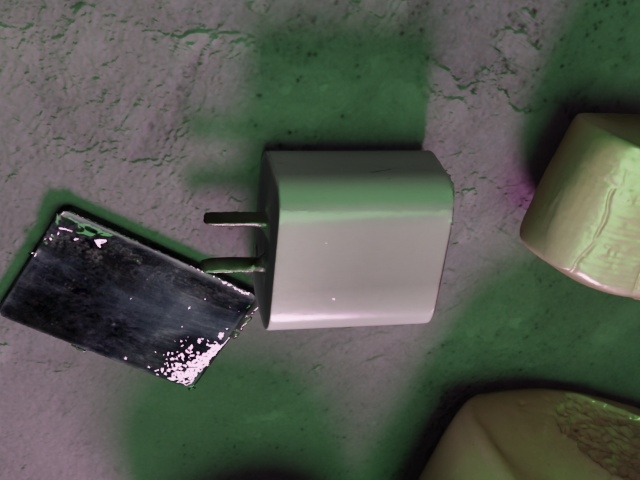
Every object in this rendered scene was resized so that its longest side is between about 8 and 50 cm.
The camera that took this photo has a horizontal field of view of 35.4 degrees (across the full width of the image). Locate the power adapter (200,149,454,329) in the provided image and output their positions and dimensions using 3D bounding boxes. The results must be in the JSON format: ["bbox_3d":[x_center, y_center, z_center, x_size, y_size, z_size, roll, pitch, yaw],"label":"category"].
[{"bbox_3d":[0.000,0.000,1.079,0.255,0.124,0.187,-1,121,-14],"label":"power adapter"}]

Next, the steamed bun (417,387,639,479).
[{"bbox_3d":[0.335,0.423,1.335,0.456,0.290,0.371,10,120,-20],"label":"steamed bun"}]

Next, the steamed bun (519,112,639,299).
[{"bbox_3d":[0.360,-0.045,1.122,0.250,0.154,0.200,14,115,-15],"label":"steamed bun"}]

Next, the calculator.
[{"bbox_3d":[-0.214,0.070,1.134,0.262,0.021,0.161,28,112,-27],"label":"calculator"}]
